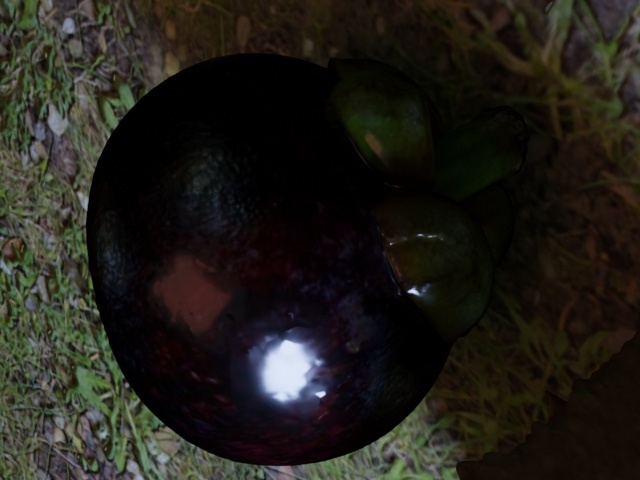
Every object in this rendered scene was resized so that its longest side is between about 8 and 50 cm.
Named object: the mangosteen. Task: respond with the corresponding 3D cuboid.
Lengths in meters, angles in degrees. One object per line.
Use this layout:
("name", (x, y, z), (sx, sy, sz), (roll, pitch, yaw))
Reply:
("mangosteen", (-0.012, 0.008, 0.946), (0.300, 0.300, 0.300), (24, 125, 39))

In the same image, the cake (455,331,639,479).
("cake", (0.172, 0.254, 0.861), (0.282, 0.255, 0.290), (51, 134, 19))
